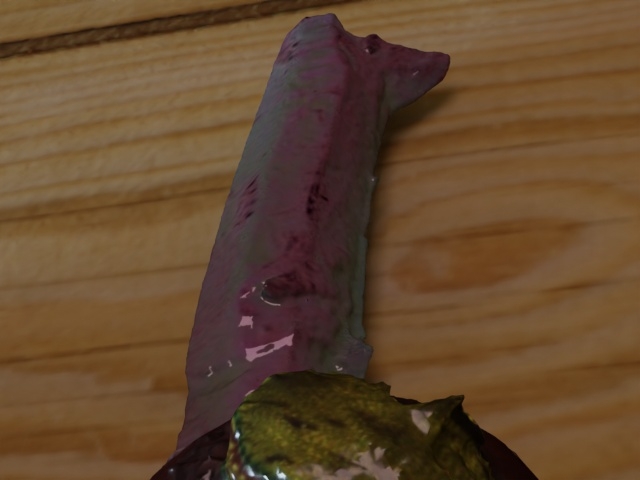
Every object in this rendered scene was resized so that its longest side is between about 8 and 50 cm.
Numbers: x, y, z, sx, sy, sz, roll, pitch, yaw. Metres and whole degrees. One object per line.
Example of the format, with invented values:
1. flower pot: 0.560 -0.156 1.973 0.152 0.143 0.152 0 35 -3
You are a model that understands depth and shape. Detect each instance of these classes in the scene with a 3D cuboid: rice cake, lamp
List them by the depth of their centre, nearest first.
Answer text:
1. lamp: 0.005 0.105 0.609 0.157 0.135 0.156 -17 36 2
2. rice cake: -0.003 0.001 0.807 0.081 0.051 0.290 -6 40 17
